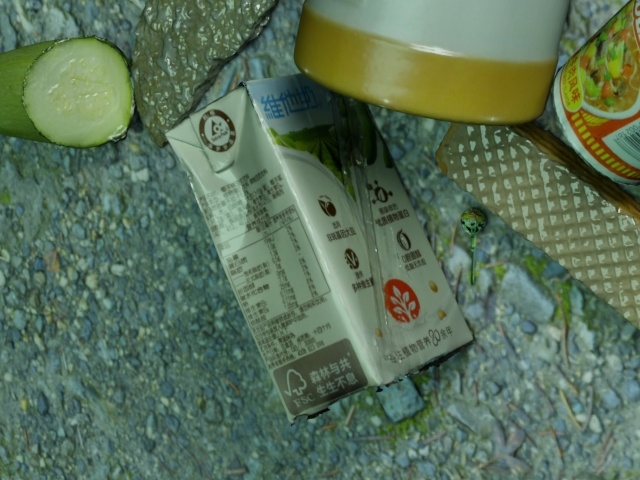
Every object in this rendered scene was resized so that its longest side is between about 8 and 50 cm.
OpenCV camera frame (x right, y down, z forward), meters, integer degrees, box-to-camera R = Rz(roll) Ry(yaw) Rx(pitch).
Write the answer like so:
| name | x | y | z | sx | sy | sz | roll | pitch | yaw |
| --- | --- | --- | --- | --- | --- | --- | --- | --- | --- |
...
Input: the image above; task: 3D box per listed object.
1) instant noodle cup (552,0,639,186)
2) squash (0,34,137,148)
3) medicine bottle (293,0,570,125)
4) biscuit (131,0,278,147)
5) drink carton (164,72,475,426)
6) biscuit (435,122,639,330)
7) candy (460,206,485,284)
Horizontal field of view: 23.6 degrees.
| name | x | y | z | sx | sy | sz | roll | pitch | yaw |
| --- | --- | --- | --- | --- | --- | --- | --- | --- | --- |
| instant noodle cup | 0.318 | -0.150 | 1.308 | 0.212 | 0.193 | 0.193 | -37 | 79 | 44 |
| squash | -0.363 | -0.173 | 1.796 | 0.287 | 0.137 | 0.137 | 4 | 103 | 35 |
| medicine bottle | 0.111 | -0.244 | 1.379 | 0.238 | 0.238 | 0.231 | 21 | 109 | 29 |
| biscuit | -0.147 | -0.226 | 1.691 | 0.133 | 0.032 | 0.250 | 53 | 126 | 14 |
| drink carton | 0.000 | 0.001 | 1.542 | 0.132 | 0.194 | 0.324 | -26 | 85 | 34 |
| biscuit | 0.267 | -0.001 | 1.442 | 0.379 | 0.054 | 0.094 | 41 | 121 | 20 |
| candy | 0.152 | 0.006 | 1.547 | 0.023 | 0.025 | 0.083 | -119 | 27 | -63 |
